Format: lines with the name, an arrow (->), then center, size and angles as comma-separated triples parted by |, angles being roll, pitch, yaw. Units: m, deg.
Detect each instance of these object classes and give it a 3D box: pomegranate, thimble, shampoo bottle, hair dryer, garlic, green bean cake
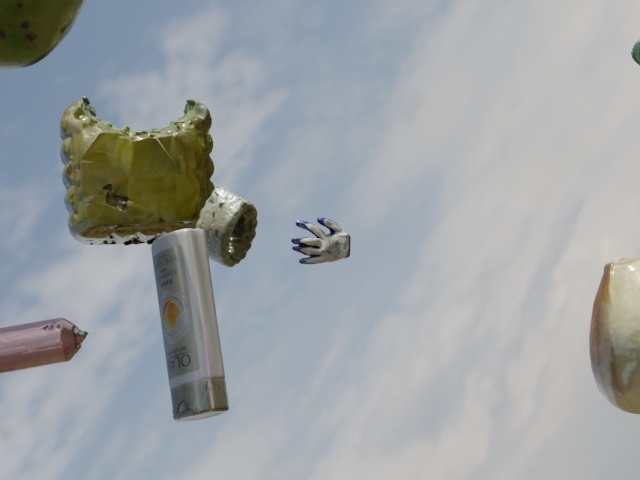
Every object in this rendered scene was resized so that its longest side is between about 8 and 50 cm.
pomegranate -> -0.368, -0.335, 1.630 | 0.340, 0.260, 0.261 | -24, -39, -43
thimble -> -0.134, -0.021, 1.971 | 0.084, 0.062, 0.110 | -38, -35, -48
shampoo bottle -> -0.161, 0.104, 1.702 | 0.055, 0.086, 0.228 | 1, -105, -39
hair dryer -> -0.446, 0.131, 1.684 | 0.210, 0.352, 0.125 | -92, -11, -46
garlic -> 0.335, 0.123, 1.428 | 0.115, 0.128, 0.207 | -37, -43, -21
green bean cake -> -0.280, -0.112, 2.142 | 0.124, 0.236, 0.233 | 158, 108, -76

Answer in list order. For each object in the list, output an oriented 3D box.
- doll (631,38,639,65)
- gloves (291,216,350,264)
doll -> 0.285, -0.164, 1.020 | 0.077, 0.115, 0.150 | -38, -28, -41
gloves -> 0.000, 0.000, 1.869 | 0.026, 0.086, 0.064 | -175, 84, -71
